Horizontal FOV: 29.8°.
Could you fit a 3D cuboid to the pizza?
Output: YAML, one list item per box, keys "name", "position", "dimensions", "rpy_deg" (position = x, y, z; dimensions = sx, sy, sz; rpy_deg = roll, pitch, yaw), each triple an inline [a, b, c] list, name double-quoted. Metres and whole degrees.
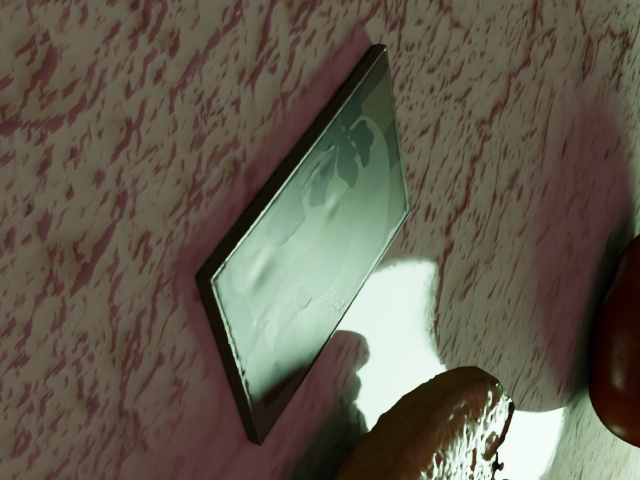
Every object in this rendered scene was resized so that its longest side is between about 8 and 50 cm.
- name: "pizza"
  position: [0.047, 0.214, 0.804]
  dimensions: [0.289, 0.081, 0.228]
  rpy_deg: [-50, 138, -41]

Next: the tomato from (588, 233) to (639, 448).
- name: "tomato"
  position: [0.439, 0.126, 1.391]
  dimensions: [0.298, 0.226, 0.298]
  rpy_deg: [-44, 144, -46]

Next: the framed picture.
- name: "framed picture"
  position: [0.000, 0.000, 0.683]
  dimensions: [0.201, 0.010, 0.136]
  rpy_deg: [-55, 147, -36]

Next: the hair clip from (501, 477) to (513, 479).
- name: "hair clip"
  position: [0.140, 0.369, 1.076]
  dimensions: [0.101, 0.085, 0.330]
  rpy_deg: [81, 28, -44]
